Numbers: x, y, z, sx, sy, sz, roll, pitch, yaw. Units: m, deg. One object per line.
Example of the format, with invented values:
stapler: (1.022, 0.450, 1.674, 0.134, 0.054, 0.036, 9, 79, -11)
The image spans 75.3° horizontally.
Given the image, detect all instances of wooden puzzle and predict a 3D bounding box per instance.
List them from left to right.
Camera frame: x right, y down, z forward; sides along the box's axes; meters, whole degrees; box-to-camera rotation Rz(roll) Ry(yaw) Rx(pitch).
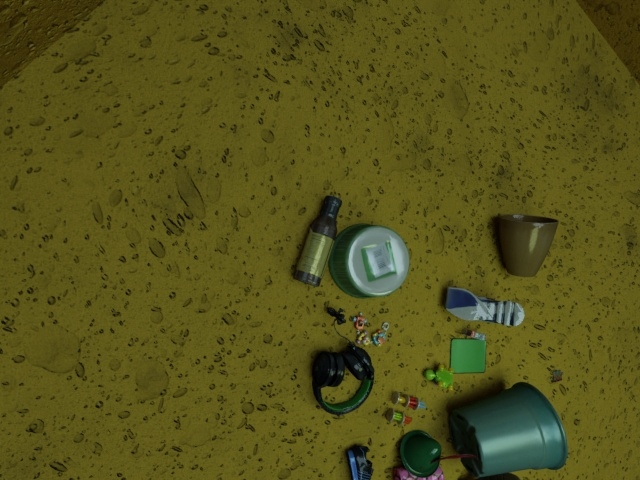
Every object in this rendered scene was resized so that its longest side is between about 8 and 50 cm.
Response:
wooden puzzle: (1.134, 0.650, 1.986, 0.083, 0.006, 0.049, -6, 89, -19)

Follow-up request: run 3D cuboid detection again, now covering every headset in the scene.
headset: (0.075, 0.462, 1.587, 0.243, 0.185, 0.394, -8, 105, -23)

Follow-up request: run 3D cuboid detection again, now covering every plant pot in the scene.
plant pot: (0.735, 0.785, 1.693, 0.334, 0.341, 0.341, -8, 90, -11)
plant pot: (0.906, 0.026, 1.837, 0.237, 0.237, 0.254, -3, 102, -19)

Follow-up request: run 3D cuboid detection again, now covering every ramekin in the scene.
ramekin: (0.196, 0.080, 1.616, 0.303, 0.148, 0.304, 1, 87, -19)

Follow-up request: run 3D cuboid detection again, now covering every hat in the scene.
hat: (0.444, 0.818, 1.621, 0.208, 0.183, 0.173, -11, 64, -28)

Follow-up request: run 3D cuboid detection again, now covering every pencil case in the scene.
pencil case: (0.397, 0.964, 1.677, 0.209, 0.095, 0.098, 5, 87, -16)

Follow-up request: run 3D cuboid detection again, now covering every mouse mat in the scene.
mouse mat: (0.651, 0.509, 1.828, 0.189, 0.007, 0.153, 5, 86, -17)

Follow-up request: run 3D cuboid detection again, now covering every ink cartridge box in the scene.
ink cartridge box: (0.653, 0.404, 1.802, 0.115, 0.063, 0.029, 19, 83, -17)

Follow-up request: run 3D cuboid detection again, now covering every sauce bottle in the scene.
sauce bottle: (0.000, 0.000, 1.574, 0.111, 0.111, 0.344, 23, 79, -17)

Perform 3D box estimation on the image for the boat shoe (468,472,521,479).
boat shoe: (0.694, 1.034, 1.701, 0.098, 0.302, 0.109, 45, 30, -19)

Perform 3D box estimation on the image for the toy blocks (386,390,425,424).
toy blocks: (0.354, 0.694, 1.692, 0.148, 0.054, 0.123, 22, 80, -17)

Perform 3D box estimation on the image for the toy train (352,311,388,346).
toy train: (0.203, 0.362, 1.659, 0.166, 0.046, 0.125, 16, 83, -17)

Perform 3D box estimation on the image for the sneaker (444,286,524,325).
sneaker: (0.687, 0.298, 1.791, 0.315, 0.182, 0.128, 13, 81, 12)

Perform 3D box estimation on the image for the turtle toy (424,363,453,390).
turtle toy: (0.500, 0.573, 1.740, 0.130, 0.066, 0.095, 23, 57, -14)

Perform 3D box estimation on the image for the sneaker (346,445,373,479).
sneaker: (0.165, 0.915, 1.603, 0.090, 0.081, 0.232, -10, 90, -12)
